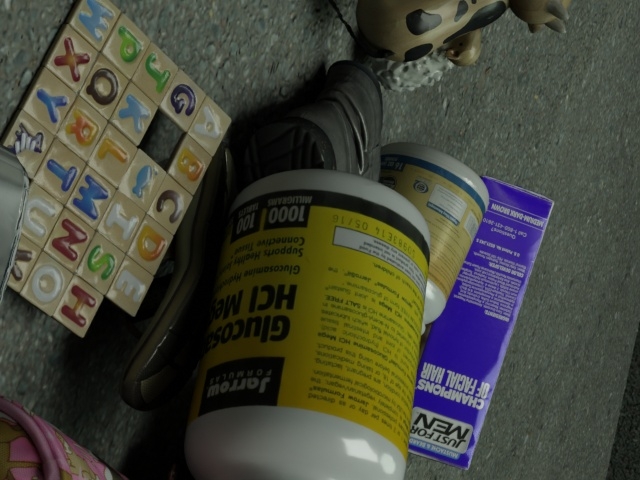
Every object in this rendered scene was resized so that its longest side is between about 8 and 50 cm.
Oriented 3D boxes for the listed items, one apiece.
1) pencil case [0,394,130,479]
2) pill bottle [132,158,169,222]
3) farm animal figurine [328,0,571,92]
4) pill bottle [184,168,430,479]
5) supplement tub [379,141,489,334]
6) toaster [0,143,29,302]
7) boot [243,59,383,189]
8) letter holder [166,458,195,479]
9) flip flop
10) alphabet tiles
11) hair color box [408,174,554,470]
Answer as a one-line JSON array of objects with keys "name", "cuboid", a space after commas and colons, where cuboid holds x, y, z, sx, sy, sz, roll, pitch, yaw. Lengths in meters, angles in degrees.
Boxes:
[{"name": "pencil case", "cuboid": [-0.206, 0.246, 1.235, 0.160, 0.167, 0.386, -52, 152, -8]}, {"name": "pill bottle", "cuboid": [-0.151, -0.041, 1.327, 0.083, 0.043, 0.043, -41, 140, -50]}, {"name": "farm animal figurine", "cuboid": [0.167, -0.277, 1.538, 0.326, 0.172, 0.330, -30, 154, 9]}, {"name": "pill bottle", "cuboid": [-0.013, 0.122, 1.322, 0.188, 0.188, 0.334, 65, 28, -55]}, {"name": "supplement tub", "cuboid": [0.091, 0.006, 1.743, 0.200, 0.144, 0.144, -65, 154, -20]}, {"name": "toaster", "cuboid": [-0.277, -0.004, 0.989, 0.146, 0.129, 0.227, 27, 78, -69]}, {"name": "boot", "cuboid": [0.000, 0.000, 1.600, 0.223, 0.118, 0.338, -45, 150, -60]}, {"name": "letter holder", "cuboid": [-0.045, 0.255, 1.558, 0.302, 0.152, 0.214, 54, 38, -72]}, {"name": "flip flop", "cuboid": [-0.136, 0.026, 1.368, 0.112, 0.080, 0.277, 86, 13, -58]}, {"name": "alphabet tiles", "cuboid": [-0.176, -0.052, 1.243, 0.198, 0.009, 0.237, 43, 64, -45]}, {"name": "hair color box", "cuboid": [0.160, 0.098, 1.897, 0.185, 0.110, 0.339, 171, -63, -77]}]
